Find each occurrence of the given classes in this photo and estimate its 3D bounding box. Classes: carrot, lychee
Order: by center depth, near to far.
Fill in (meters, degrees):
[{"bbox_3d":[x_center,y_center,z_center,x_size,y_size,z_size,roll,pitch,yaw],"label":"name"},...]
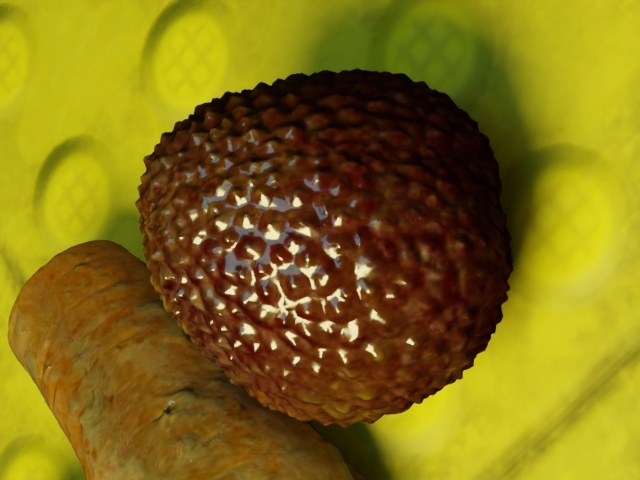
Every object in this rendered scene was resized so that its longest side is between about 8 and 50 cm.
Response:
[{"bbox_3d":[0.007,0.000,0.822,0.194,0.194,0.194,-4,83,38],"label":"lychee"},{"bbox_3d":[-0.070,0.124,0.896,0.302,0.138,0.139,44,113,32],"label":"carrot"}]
